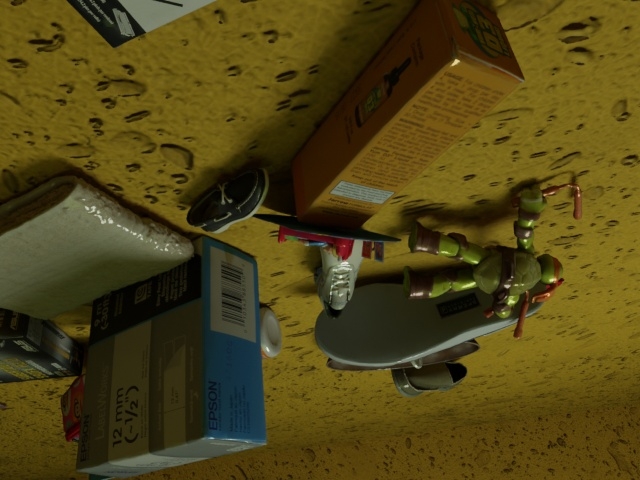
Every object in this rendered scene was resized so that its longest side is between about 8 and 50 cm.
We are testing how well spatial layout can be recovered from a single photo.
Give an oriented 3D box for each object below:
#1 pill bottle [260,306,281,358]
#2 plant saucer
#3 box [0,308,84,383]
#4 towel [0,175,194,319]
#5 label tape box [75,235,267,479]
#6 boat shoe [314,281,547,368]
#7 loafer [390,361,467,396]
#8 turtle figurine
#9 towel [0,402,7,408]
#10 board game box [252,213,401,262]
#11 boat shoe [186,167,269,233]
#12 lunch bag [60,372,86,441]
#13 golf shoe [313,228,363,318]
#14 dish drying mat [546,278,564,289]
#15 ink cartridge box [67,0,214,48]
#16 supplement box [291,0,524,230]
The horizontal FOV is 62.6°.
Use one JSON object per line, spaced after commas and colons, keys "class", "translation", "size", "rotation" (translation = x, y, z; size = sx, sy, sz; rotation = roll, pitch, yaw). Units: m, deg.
{"class": "pill bottle", "translation": [-0.150, 0.170, 0.901], "size": [0.152, 0.086, 0.086], "rotation": [-15, 151, 15]}
{"class": "plant saucer", "translation": [0.163, 0.219, 1.074], "size": [0.310, 0.050, 0.310], "rotation": [-6, 158, -2]}
{"class": "box", "translation": [-0.522, 0.177, 0.860], "size": [0.183, 0.056, 0.231], "rotation": [-5, 151, -5]}
{"class": "towel", "translation": [-0.315, 0.021, 0.630], "size": [0.282, 0.049, 0.187], "rotation": [-20, 150, 21]}
{"class": "label tape box", "translation": [-0.242, 0.177, 0.719], "size": [0.348, 0.249, 0.115], "rotation": [-23, 148, 27]}
{"class": "boat shoe", "translation": [0.174, 0.130, 0.874], "size": [0.367, 0.136, 0.156], "rotation": [-16, 155, -3]}
{"class": "loafer", "translation": [0.269, 0.320, 1.283], "size": [0.251, 0.094, 0.087], "rotation": [8, 144, -43]}
{"class": "turtle figurine", "translation": [0.223, 0.046, 0.694], "size": [0.217, 0.087, 0.269], "rotation": [2, 130, 0]}
{"class": "towel", "translation": [-0.784, 0.384, 1.234], "size": [0.060, 0.009, 0.083], "rotation": [-5, 151, -2]}
{"class": "board game box", "translation": [0.000, 0.000, 0.573], "size": [0.133, 0.033, 0.169], "rotation": [4, -172, -35]}
{"class": "boat shoe", "translation": [-0.101, -0.043, 0.564], "size": [0.038, 0.046, 0.125], "rotation": [11, 155, -39]}
{"class": "lunch bag", "translation": [-0.328, 0.294, 1.025], "size": [0.293, 0.120, 0.258], "rotation": [1, 152, -41]}
{"class": "golf shoe", "translation": [0.031, 0.048, 0.717], "size": [0.069, 0.086, 0.176], "rotation": [-2, 150, -6]}
{"class": "dish drying mat", "translation": [0.411, 0.091, 0.962], "size": [0.032, 0.008, 0.083], "rotation": [-1, 151, -9]}
{"class": "ink cartridge box", "translation": [-0.135, -0.200, 0.262], "size": [0.097, 0.046, 0.207], "rotation": [-17, 150, 15]}
{"class": "supplement box", "translation": [0.059, -0.097, 0.463], "size": [0.080, 0.078, 0.233], "rotation": [9, 149, -27]}
